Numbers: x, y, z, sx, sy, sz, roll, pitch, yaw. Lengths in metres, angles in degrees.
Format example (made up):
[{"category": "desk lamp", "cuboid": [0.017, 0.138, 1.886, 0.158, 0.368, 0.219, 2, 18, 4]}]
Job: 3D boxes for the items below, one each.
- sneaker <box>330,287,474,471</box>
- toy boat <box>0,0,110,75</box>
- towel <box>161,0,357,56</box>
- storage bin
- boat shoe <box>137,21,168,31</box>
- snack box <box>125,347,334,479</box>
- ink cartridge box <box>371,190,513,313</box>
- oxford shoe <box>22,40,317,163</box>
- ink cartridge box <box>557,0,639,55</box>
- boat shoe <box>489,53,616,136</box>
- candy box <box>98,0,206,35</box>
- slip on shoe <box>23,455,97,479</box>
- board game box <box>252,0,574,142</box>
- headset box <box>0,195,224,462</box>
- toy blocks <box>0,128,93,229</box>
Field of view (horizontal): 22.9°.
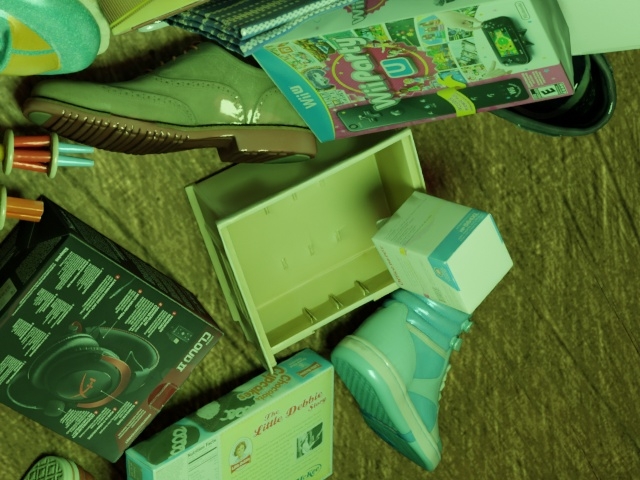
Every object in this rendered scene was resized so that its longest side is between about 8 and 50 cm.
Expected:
[{"category": "sneaker", "cuboid": [0.148, 0.174, 2.166, 0.208, 0.127, 0.319, -49, 146, -16]}, {"category": "toy boat", "cuboid": [-0.356, -0.200, 1.539, 0.267, 0.318, 0.148, 19, 65, -30]}, {"category": "towel", "cuboid": [-0.068, -0.268, 1.634, 0.243, 0.336, 0.040, -26, 120, -25]}, {"category": "storage bin", "cuboid": [0.000, 0.000, 1.978, 0.262, 0.123, 0.260, -28, 126, -14]}, {"category": "boat shoe", "cuboid": [-0.166, -0.267, 1.789, 0.100, 0.035, 0.035, -18, 127, -11]}, {"category": "snack box", "cuboid": [-0.110, 0.288, 2.058, 0.322, 0.060, 0.187, -27, 130, -39]}, {"category": "ink cartridge box", "cuboid": [0.140, 0.010, 1.904, 0.090, 0.143, 0.092, -46, 131, -21]}, {"category": "oxford shoe", "cuboid": [-0.170, -0.165, 1.819, 0.348, 0.123, 0.130, 5, 83, -26]}, {"category": "ink cartridge box", "cuboid": [0.363, -0.387, 1.838, 0.198, 0.197, 0.270, 49, 52, -38]}, {"category": "boat shoe", "cuboid": [0.180, -0.264, 1.908, 0.500, 0.156, 0.187, 28, 103, -36]}, {"category": "candy box", "cuboid": [-0.162, -0.368, 1.447, 0.183, 0.087, 0.316, -17, 102, 28]}, {"category": "slip on shoe", "cuboid": [-0.383, 0.428, 2.019, 0.101, 0.123, 0.331, 30, 95, -42]}, {"category": "board game box", "cuboid": [0.103, -0.219, 1.726, 0.303, 0.097, 0.224, -8, 154, 19]}, {"category": "headset box", "cuboid": [-0.278, 0.118, 1.898, 0.218, 0.110, 0.293, -50, 128, 5]}, {"category": "toy blocks", "cuboid": [-0.334, -0.066, 1.777, 0.148, 0.054, 0.123, 4, 119, -18]}]
